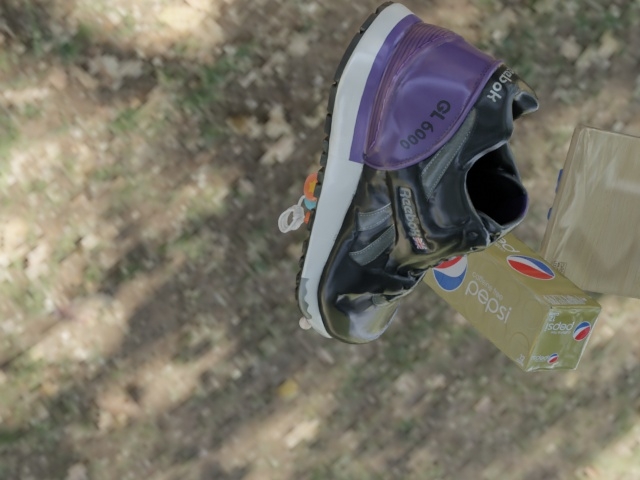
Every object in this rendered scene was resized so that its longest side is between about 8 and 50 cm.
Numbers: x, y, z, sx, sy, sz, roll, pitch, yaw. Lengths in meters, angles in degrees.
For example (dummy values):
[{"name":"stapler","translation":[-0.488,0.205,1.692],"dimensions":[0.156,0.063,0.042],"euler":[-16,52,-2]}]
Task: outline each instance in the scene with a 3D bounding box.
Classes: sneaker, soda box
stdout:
[{"name":"sneaker","translation":[0.064,-0.011,1.082],"dimensions":[0.107,0.124,0.283],"euler":[-52,160,-36]},{"name":"soda box","translation":[0.144,0.035,1.366],"dimensions":[0.058,0.181,0.061],"euler":[2,117,-35]}]

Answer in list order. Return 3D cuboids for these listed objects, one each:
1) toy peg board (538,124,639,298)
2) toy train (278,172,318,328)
[{"name":"toy peg board","translation":[0.294,-0.033,1.708],"dimensions":[0.160,0.079,0.161],"euler":[9,103,-22]},{"name":"toy train","translation":[0.000,0.000,1.604],"dimensions":[0.125,0.166,0.046],"euler":[-41,135,20]}]
